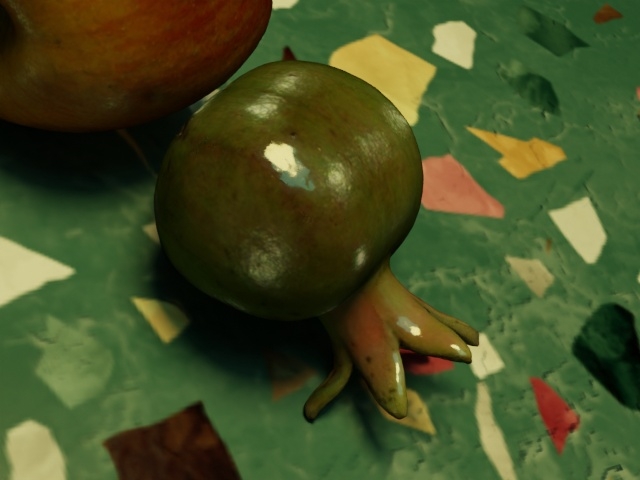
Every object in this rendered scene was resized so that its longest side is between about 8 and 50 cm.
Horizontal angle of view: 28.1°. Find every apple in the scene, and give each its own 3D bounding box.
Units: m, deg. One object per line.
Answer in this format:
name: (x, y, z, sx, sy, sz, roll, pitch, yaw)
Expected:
apple: (-0.130, -0.143, 0.701, 0.195, 0.160, 0.173, 42, 51, 9)

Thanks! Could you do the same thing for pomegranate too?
pomegranate: (0.000, 0.000, 0.681, 0.191, 0.131, 0.152, 53, 40, -9)
